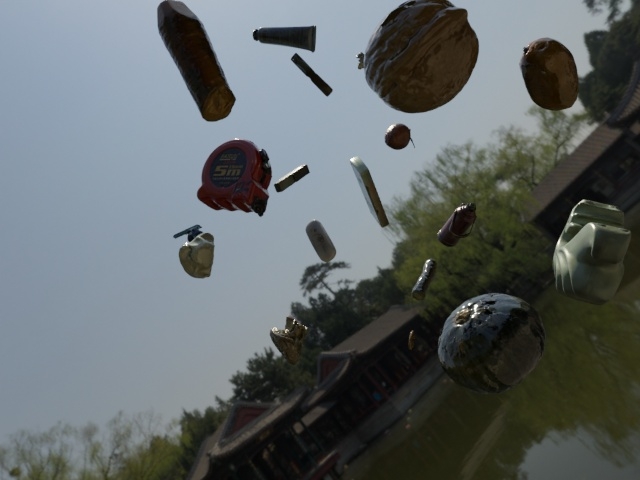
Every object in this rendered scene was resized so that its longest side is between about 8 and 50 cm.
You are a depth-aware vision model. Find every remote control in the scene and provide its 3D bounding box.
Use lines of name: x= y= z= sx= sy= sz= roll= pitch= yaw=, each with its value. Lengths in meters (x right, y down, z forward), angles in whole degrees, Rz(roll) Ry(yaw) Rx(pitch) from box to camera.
remote control: x=0.222 y=-0.216 z=2.079 sx=0.050 sy=0.145 sz=0.344 roll=-28 pitch=-48 yaw=0

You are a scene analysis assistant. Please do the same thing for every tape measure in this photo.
tape measure: x=-0.273 y=-0.210 z=1.538 sx=0.114 sy=0.253 sz=0.260 roll=41 pitch=-123 yaw=-59

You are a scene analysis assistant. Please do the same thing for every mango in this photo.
mango: x=0.711 y=-0.508 z=1.422 sx=0.151 sy=0.248 sz=0.156 roll=-38 pitch=26 yaw=7

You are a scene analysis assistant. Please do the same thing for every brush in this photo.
brush: x=-0.032 y=-0.582 z=1.617 sx=0.034 sy=0.190 sz=0.027 roll=-44 pitch=-2 yaw=14

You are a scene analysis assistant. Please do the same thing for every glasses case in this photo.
glasses case: x=0.000 y=0.000 z=1.858 sx=0.074 sy=0.193 sz=0.049 roll=-39 pitch=-31 yaw=20

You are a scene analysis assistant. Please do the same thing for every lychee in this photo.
lychee: x=0.309 y=-0.407 z=1.822 sx=0.140 sy=0.101 sz=0.114 roll=-42 pitch=-38 yaw=-47

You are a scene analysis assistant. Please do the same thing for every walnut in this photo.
walnut: x=0.290 y=-0.532 z=1.338 sx=0.333 sy=0.333 sz=0.333 roll=-37 pitch=-19 yaw=-15

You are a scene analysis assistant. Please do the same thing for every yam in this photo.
yam: x=0.445 y=0.163 z=1.958 sx=0.061 sy=0.061 sz=0.253 roll=-58 pitch=-5 yaw=39

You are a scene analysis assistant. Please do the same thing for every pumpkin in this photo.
pumpkin: x=0.697 y=0.418 z=1.923 sx=0.454 sy=0.344 sz=0.454 roll=-43 pitch=2 yaw=2

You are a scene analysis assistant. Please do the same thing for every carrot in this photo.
carrot: x=-0.314 y=-0.454 z=1.158 sx=0.114 sy=0.302 sz=0.114 roll=-26 pitch=-5 yaw=-2

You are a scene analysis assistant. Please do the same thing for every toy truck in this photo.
toy truck: x=-0.602 y=-0.016 z=2.126 sx=0.136 sy=0.074 sz=0.063 roll=-25 pitch=-12 yaw=-4

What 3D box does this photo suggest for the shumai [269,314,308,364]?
shumai: x=-0.118 y=0.404 z=1.903 sx=0.153 sy=0.161 sz=0.209 roll=-43 pitch=-48 yaw=-20

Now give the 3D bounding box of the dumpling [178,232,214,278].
dumpling: x=-0.482 y=0.054 z=1.801 sx=0.100 sy=0.134 sz=0.169 roll=-126 pitch=44 yaw=-73

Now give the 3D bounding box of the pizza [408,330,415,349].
pizza: x=0.364 y=0.396 z=1.839 sx=0.037 sy=0.016 sz=0.083 roll=51 pitch=-136 yaw=-45

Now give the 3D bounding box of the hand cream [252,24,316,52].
hand cream: x=-0.129 y=-0.728 z=1.658 sx=0.055 sy=0.256 sz=0.088 roll=-27 pitch=-53 yaw=-58

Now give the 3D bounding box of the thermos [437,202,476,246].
thermos: x=0.591 y=-0.080 z=1.965 sx=0.232 sy=0.099 sz=0.124 roll=112 pitch=167 yaw=-49

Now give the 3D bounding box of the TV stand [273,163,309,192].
TV stand: x=-0.136 y=-0.301 z=2.229 sx=0.040 sy=0.049 sz=0.256 roll=-6 pitch=24 yaw=34

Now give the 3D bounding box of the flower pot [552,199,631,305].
flower pot: x=0.787 y=0.040 z=1.348 sx=0.367 sy=0.165 sz=0.254 roll=-39 pitch=-40 yaw=-59

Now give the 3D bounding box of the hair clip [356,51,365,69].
hair clip: x=0.237 y=-0.799 z=2.089 sx=0.172 sy=0.049 sz=0.116 roll=9 pitch=-30 yaw=-37
